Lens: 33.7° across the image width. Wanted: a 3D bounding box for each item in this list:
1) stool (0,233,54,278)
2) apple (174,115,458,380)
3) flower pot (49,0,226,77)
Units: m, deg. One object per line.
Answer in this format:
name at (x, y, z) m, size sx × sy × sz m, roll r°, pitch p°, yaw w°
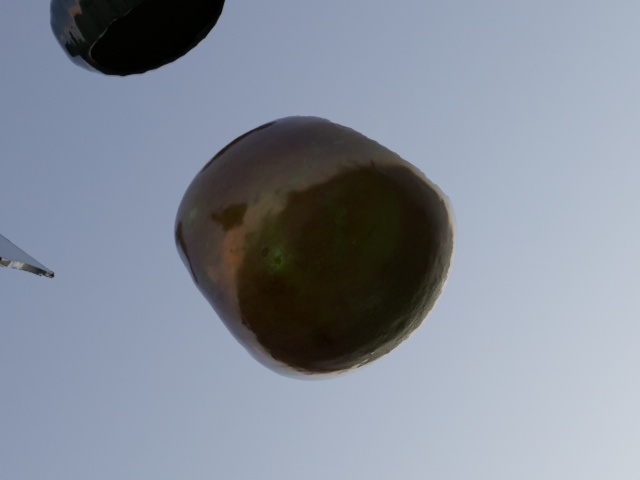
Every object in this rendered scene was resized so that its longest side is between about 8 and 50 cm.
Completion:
stool at (-0.549, 0.065, 1.406) m, size 0.243 × 0.270 × 0.170 m, roll -56°, pitch -14°, yaw -1°
apple at (0.000, 0.000, 0.889) m, size 0.207 × 0.237 × 0.237 m, roll -38°, pitch -38°, yaw -1°
flower pot at (-0.238, -0.319, 1.383) m, size 0.243 × 0.157 × 0.189 m, roll -28°, pitch -35°, yaw -6°
